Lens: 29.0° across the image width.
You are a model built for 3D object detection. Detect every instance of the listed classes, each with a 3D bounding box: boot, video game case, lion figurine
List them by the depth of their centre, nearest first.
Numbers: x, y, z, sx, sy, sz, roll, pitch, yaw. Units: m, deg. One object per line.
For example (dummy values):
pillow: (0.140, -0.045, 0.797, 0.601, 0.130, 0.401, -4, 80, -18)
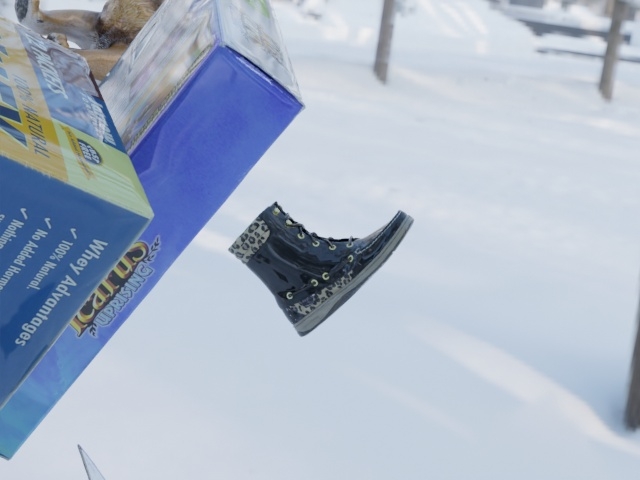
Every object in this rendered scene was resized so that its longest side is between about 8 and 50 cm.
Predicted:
video game case: (-0.125, -0.036, 0.759, 0.061, 0.269, 0.244, 36, 16, -19)
lion figurine: (-0.209, -0.120, 1.270, 0.240, 0.392, 0.142, 2, 35, -43)
boot: (-0.001, 0.001, 1.767, 0.178, 0.236, 0.085, 46, 11, 3)

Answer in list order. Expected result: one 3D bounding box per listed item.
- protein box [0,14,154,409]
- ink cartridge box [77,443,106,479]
protein box: (-0.222, -0.012, 0.531, 0.201, 0.200, 0.136, 25, 24, -40)
ink cartridge box: (-0.213, 0.419, 1.328, 0.069, 0.371, 0.176, -19, -29, -6)
